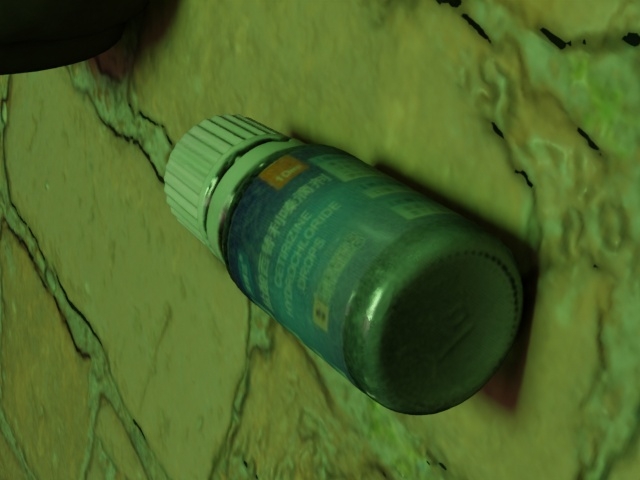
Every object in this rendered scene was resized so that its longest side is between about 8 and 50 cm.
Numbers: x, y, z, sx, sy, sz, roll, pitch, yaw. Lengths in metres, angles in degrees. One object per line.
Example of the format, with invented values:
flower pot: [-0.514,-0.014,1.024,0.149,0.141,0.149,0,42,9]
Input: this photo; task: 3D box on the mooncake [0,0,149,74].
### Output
mooncake: [-0.186,-0.220,0.772,0.245,0.133,0.244,23,117,55]

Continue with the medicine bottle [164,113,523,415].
medicine bottle: [0.000,0.000,0.567,0.203,0.083,0.083,34,126,53]
